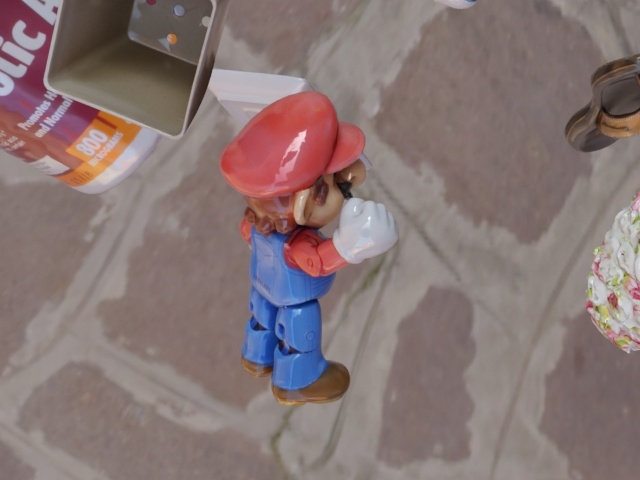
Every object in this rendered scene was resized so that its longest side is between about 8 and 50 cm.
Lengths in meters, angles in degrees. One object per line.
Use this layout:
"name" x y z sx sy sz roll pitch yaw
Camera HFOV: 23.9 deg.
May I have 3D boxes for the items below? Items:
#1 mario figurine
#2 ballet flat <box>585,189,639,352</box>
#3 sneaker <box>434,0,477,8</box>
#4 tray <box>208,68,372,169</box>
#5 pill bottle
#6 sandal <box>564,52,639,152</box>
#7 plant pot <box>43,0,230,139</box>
"mario figurine" 0.000 0.000 1.521 0.198 0.170 0.320 13 121 19
"ballet flat" 0.216 -0.021 0.711 0.241 0.077 0.091 -42 90 25
"sneaker" 0.031 -0.261 1.317 0.237 0.085 0.086 28 127 0
"tray" -0.042 -0.138 1.862 0.145 0.270 0.030 7 73 22
"pill bottle" -0.326 -0.225 1.419 0.392 0.224 0.224 30 116 -29
"sandal" 0.281 -0.117 1.381 0.090 0.219 0.060 -14 74 -14
"plant pot" -0.119 -0.152 1.073 0.109 0.096 0.109 22 117 8
